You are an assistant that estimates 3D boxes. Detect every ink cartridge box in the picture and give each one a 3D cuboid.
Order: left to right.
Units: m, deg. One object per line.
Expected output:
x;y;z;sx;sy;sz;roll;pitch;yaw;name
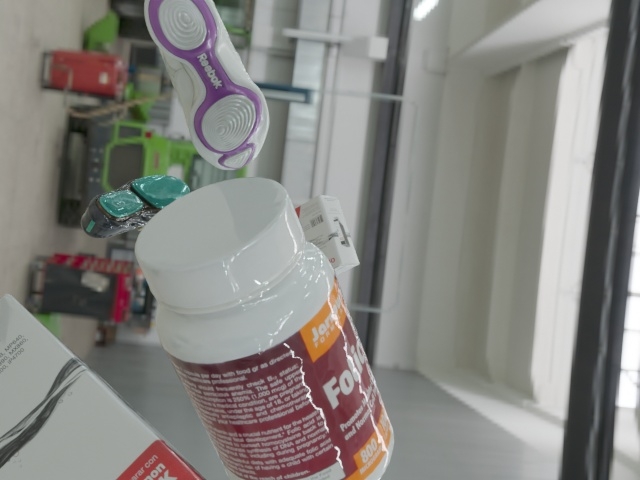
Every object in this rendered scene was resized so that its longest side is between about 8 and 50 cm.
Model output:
-0.181;0.192;0.864;0.114;0.273;0.197;-47;148;-13;ink cartridge box
0.000;0.000;1.874;0.099;0.056;0.135;-28;-108;36;ink cartridge box

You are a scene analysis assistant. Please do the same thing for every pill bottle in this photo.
-0.065;0.134;1.288;0.224;0.224;0.392;-95;166;-59;pill bottle

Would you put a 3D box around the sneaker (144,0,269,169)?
-0.151;-0.240;1.437;0.152;0.114;0.305;-109;180;-55;sneaker

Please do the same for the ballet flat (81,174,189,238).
-0.258;-0.043;1.443;0.203;0.074;0.074;-27;129;-62;ballet flat
